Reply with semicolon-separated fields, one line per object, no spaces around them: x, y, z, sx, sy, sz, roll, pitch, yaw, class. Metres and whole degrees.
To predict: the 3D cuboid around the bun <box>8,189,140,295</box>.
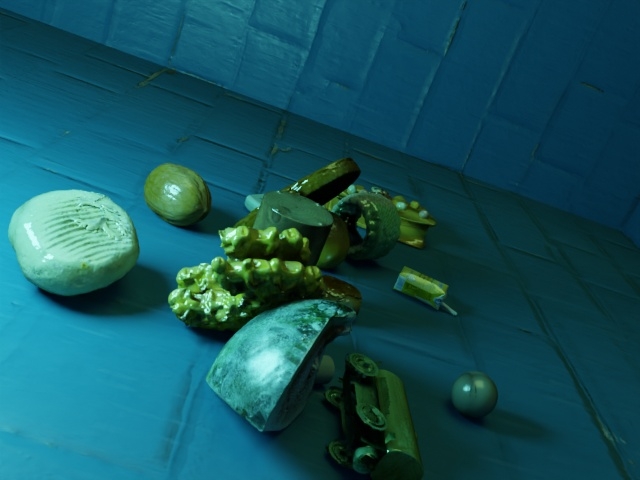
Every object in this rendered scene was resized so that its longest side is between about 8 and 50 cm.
-0.518;0.014;1.432;0.273;0.168;0.272;17;35;-13;bun

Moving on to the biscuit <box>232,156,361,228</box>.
-0.073;-0.112;1.838;0.070;0.394;0.350;60;5;6;biscuit

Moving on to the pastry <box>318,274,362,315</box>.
0.037;0.143;1.735;0.153;0.081;0.153;14;22;-6;pastry

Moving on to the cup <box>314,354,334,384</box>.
-0.043;0.264;1.413;0.116;0.074;0.104;11;-5;-34;cup

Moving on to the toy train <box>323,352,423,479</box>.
0.112;0.335;1.294;0.190;0.126;0.307;18;21;-9;toy train

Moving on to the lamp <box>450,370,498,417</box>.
0.345;0.346;1.512;0.105;0.105;0.105;18;22;-8;lamp

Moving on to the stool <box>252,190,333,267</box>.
-0.094;0.034;1.626;0.179;0.264;0.179;18;23;-8;stool

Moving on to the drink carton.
0.321;0.152;1.987;0.200;0.074;0.084;24;22;10;drink carton

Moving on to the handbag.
0.215;-0.124;2.483;0.401;0.133;0.283;19;17;-6;handbag

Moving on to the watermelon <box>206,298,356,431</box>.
-0.065;0.257;1.244;0.320;0.213;0.289;-22;25;11;watermelon

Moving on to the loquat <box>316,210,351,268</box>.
0.000;0.000;1.939;0.205;0.149;0.172;-23;87;-32;loquat

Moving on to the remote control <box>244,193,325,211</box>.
-0.118;-0.115;2.234;0.140;0.056;0.296;33;24;31;remote control

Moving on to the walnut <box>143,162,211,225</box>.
-0.393;-0.125;1.867;0.207;0.167;0.167;30;23;24;walnut

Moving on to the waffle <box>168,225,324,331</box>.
-0.156;0.088;1.396;0.261;0.324;0.151;13;62;-31;waffle

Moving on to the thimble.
0.130;-0.047;2.098;0.150;0.218;0.219;-2;31;-44;thimble
